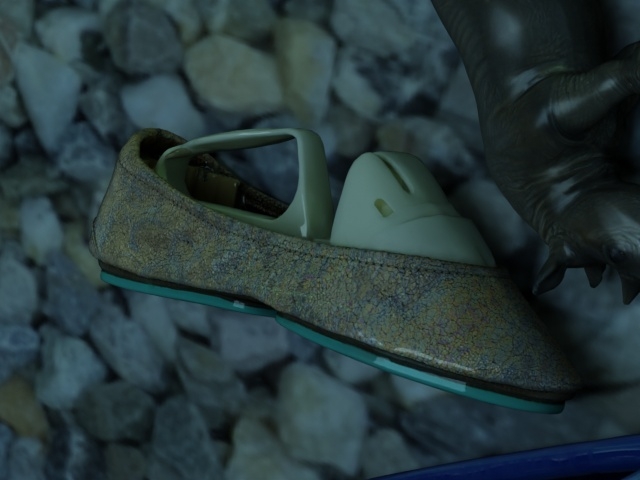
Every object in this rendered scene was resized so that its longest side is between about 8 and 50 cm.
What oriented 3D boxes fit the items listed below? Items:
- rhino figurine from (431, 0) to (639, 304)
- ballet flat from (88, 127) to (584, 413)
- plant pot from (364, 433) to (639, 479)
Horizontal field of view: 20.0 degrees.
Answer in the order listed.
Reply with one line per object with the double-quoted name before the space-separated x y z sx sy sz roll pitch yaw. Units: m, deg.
"rhino figurine" 0.116 -0.067 0.832 0.106 0.073 0.243 -23 80 34
"ballet flat" 0.000 0.000 0.915 0.316 0.107 0.106 15 95 37
"plant pot" 0.067 0.216 0.793 0.236 0.236 0.212 -13 90 39
